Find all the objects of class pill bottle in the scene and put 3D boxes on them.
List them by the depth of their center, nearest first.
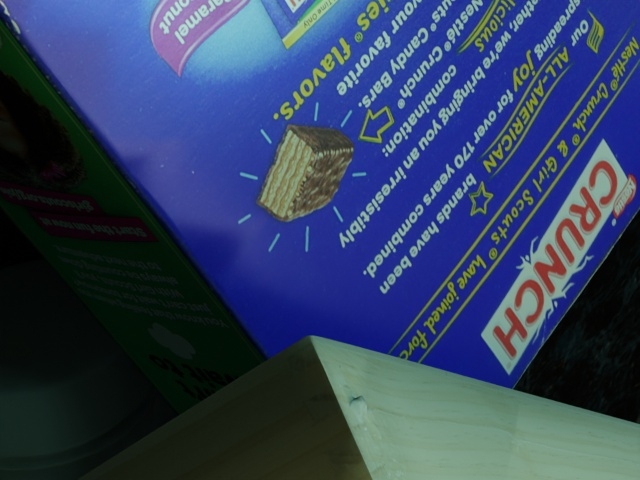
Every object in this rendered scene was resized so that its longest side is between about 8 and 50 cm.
[{"bbox_3d":[-0.114,0.130,0.756,0.131,0.131,0.229,-34,132,-35],"label":"pill bottle"}]

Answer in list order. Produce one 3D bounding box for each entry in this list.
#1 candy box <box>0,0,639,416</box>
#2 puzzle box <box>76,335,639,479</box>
[{"bbox_3d":[0.000,-0.083,0.644,0.268,0.122,0.317,-52,127,-23],"label":"candy box"},{"bbox_3d":[-0.001,0.148,0.602,0.272,0.052,0.409,-34,155,20],"label":"puzzle box"}]
